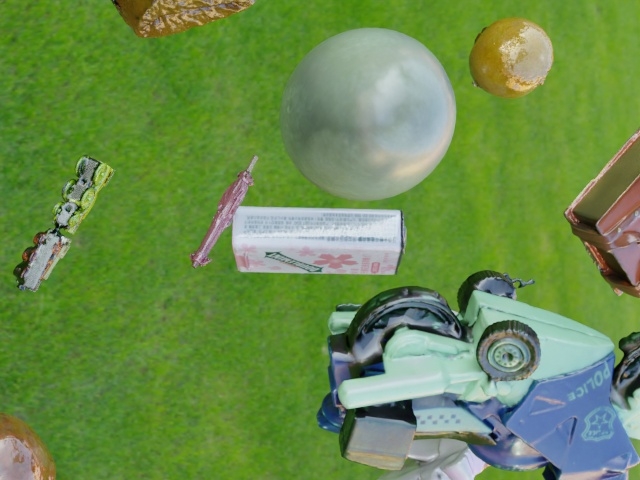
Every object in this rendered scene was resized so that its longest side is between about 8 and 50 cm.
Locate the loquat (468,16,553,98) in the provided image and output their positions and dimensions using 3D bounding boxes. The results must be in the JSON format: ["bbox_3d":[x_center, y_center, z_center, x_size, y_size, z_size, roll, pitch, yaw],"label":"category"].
[{"bbox_3d":[0.314,-0.300,1.537,0.141,0.141,0.141,1,89,-55],"label":"loquat"}]

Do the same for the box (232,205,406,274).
[{"bbox_3d":[0.000,0.000,2.001,0.190,0.370,0.112,95,-4,-71],"label":"box"}]

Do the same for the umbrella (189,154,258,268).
[{"bbox_3d":[-0.115,-0.035,1.131,0.027,0.025,0.165,33,68,-14],"label":"umbrella"}]

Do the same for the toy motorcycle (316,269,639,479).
[{"bbox_3d":[0.161,0.136,0.781,0.125,0.331,0.196,-100,-159,-63],"label":"toy motorcycle"}]

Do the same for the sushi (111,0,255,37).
[{"bbox_3d":[-0.220,-0.425,1.487,0.149,0.287,0.140,56,20,-55],"label":"sushi"}]

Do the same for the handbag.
[{"bbox_3d":[0.325,-0.043,0.864,0.190,0.063,0.127,-45,121,-8],"label":"handbag"}]

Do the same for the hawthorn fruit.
[{"bbox_3d":[-0.378,0.284,1.073,0.189,0.149,0.149,81,30,-51],"label":"hawthorn fruit"}]

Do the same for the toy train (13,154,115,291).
[{"bbox_3d":[-0.424,-0.026,1.525,0.249,0.053,0.085,-61,174,-7],"label":"toy train"}]

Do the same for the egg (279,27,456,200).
[{"bbox_3d":[0.067,-0.185,1.377,0.259,0.352,0.258,-1,93,-14],"label":"egg"}]

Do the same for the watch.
[{"bbox_3d":[0.132,0.228,1.271,0.231,0.244,0.196,56,24,-2],"label":"watch"}]
